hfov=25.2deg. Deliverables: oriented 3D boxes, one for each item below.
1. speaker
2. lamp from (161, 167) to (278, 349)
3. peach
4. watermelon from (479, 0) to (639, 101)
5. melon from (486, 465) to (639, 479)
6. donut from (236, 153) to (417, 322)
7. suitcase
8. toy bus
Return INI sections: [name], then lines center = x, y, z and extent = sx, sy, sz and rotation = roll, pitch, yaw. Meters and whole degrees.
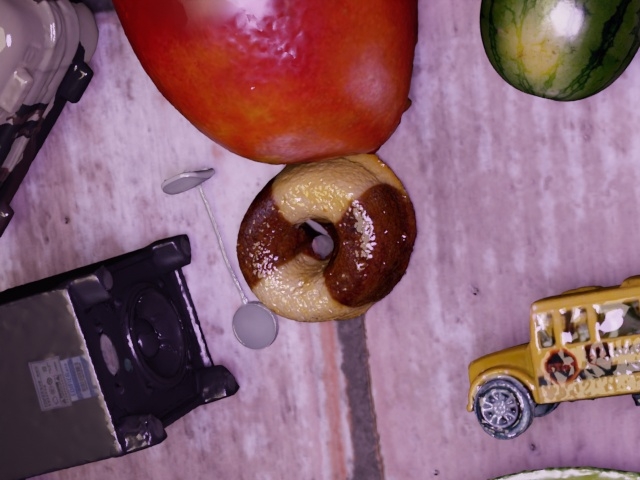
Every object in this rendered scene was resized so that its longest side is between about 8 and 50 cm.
[speaker]
center = -0.249, 0.125, 1.426
extent = 0.254, 0.232, 0.184
rotation = -16, 95, 23
[lamp]
center = -0.099, 0.022, 1.434
extent = 0.050, 0.056, 0.198
rotation = -20, 96, 24
[peach]
center = -0.041, -0.222, 1.278
extent = 0.281, 0.281, 0.338
rotation = -19, 121, 27
[watermelon]
center = 0.208, -0.208, 1.183
extent = 0.140, 0.140, 0.187
rotation = 22, 108, 19
[melon]
center = 0.252, 0.344, 1.257
extent = 0.343, 0.226, 0.331
rotation = 38, 127, 28
[donut]
center = 0.000, 0.000, 1.370
extent = 0.184, 0.073, 0.166
rotation = -30, 90, 29
[suitcase]
center = -0.436, -0.181, 1.465
extent = 0.339, 0.194, 0.351
rotation = 42, 115, 14
[toy bus]
center = 0.289, 0.088, 1.228
extent = 0.335, 0.121, 0.123
rotation = -10, 88, 27
